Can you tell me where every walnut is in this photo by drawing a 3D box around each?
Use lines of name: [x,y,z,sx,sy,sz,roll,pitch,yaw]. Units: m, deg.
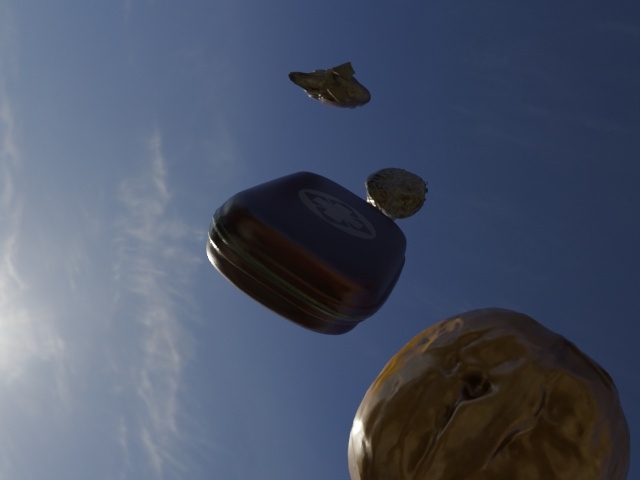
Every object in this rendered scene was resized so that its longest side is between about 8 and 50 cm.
walnut: [0.131,0.164,0.442,0.195,0.221,0.195,46,-21,24]

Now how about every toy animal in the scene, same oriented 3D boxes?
toy animal: [0.022,-0.340,1.227,0.188,0.179,0.089,15,-90,0]

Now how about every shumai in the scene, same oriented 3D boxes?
shumai: [0.153,-0.085,1.176,0.145,0.145,0.116,41,-41,30]

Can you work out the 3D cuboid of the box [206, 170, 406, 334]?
box: [0.000,0.000,0.826,0.263,0.404,0.108,33,-70,7]
